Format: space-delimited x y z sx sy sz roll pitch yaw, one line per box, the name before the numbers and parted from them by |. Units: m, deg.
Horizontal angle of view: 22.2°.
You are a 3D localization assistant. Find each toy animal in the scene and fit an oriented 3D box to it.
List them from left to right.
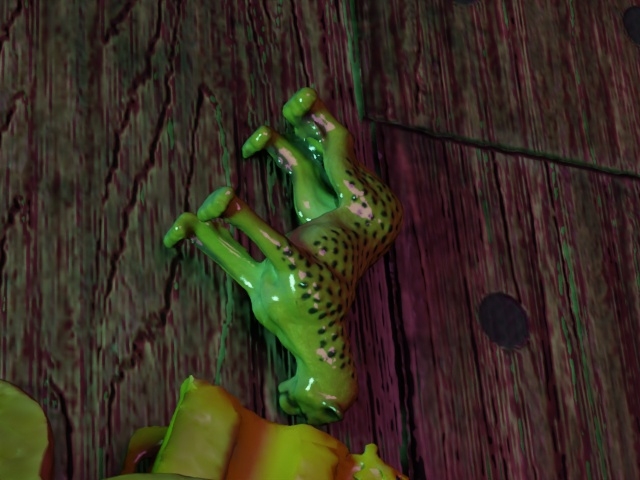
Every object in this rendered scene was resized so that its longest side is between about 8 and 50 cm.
toy animal | 0.000 0.000 0.913 0.136 0.073 0.181 46 39 -10

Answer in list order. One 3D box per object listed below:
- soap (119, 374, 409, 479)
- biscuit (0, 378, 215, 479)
soap | -0.034 0.240 0.733 0.204 0.096 0.324 27 54 -14
biscuit | -0.139 0.181 0.644 0.355 0.052 0.275 6 55 7
